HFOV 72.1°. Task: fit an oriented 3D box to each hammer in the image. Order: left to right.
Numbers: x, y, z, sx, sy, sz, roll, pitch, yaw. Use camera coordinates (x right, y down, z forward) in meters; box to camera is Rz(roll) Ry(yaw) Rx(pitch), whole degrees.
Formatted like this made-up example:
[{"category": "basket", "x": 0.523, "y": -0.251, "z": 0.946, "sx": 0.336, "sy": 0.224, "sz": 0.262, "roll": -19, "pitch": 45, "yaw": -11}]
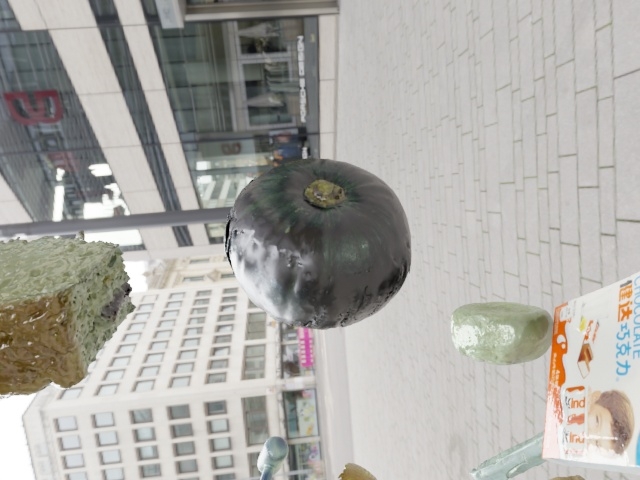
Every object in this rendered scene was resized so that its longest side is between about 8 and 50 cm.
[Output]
[{"category": "hammer", "x": -0.141, "y": 0.615, "z": 1.140, "sx": 0.194, "sy": 0.069, "sz": 0.116, "roll": -69, "pitch": 1, "yaw": -58}]

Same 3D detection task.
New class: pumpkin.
[{"category": "pumpkin", "x": 0.000, "y": 0.000, "z": 0.541, "sx": 0.233, "sy": 0.233, "sz": 0.163, "roll": -99, "pitch": 16, "yaw": -51}]

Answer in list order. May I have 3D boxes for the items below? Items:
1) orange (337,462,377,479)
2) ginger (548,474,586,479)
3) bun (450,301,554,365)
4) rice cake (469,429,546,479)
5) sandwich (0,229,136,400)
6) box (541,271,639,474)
[{"category": "orange", "x": 0.053, "y": 0.698, "z": 0.995, "sx": 0.196, "sy": 0.334, "sz": 0.263, "roll": 15, "pitch": 141, "yaw": 44}, {"category": "ginger", "x": 0.883, "y": 0.895, "z": 1.528, "sx": 0.259, "sy": 0.149, "sz": 0.065, "roll": 48, "pitch": -158, "yaw": -24}, {"category": "bun", "x": 0.366, "y": 0.190, "z": 0.890, "sx": 0.195, "sy": 0.195, "sz": 0.118, "roll": 141, "pitch": 125, "yaw": -85}, {"category": "rice cake", "x": 0.570, "y": 0.622, "z": 1.256, "sx": 0.066, "sy": 0.063, "sz": 0.336, "roll": 53, "pitch": 122, "yaw": 20}, {"category": "sandwich", "x": -0.402, "y": 0.099, "z": 0.546, "sx": 0.262, "sy": 0.325, "sz": 0.131, "roll": 32, "pitch": 136, "yaw": 55}, {"category": "box", "x": 0.434, "y": 0.197, "z": 0.658, "sx": 0.265, "sy": 0.048, "sz": 0.273, "roll": 107, "pitch": -177, "yaw": -65}]
